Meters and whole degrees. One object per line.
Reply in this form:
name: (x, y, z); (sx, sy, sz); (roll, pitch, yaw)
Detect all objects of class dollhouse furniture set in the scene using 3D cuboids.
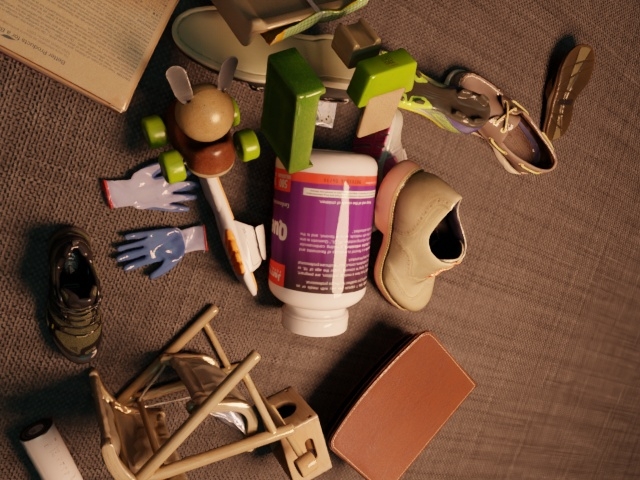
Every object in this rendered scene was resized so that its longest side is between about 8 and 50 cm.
dollhouse furniture set: (-0.025, -0.284, 0.807); (0.197, 0.301, 0.151); (-23, 155, -20)

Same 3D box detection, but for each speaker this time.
speaker: (-0.448, 0.370, 0.895); (0.055, 0.055, 0.136); (-23, 112, -21)

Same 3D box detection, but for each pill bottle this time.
pill bottle: (0.000, 0.000, 0.964); (0.181, 0.181, 0.323); (-1, 102, -27)

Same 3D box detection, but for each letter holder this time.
letter holder: (0.139, 0.330, 1.132); (0.302, 0.152, 0.214); (-47, 116, -10)

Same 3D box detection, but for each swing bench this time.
swing bench: (-0.222, 0.263, 0.872); (0.255, 0.253, 0.165); (-29, 113, -18)

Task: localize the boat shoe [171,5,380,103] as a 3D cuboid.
boat shoe: (-0.073, -0.296, 0.895); (0.340, 0.113, 0.127); (1, 76, -15)

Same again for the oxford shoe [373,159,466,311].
oxford shoe: (0.196, 0.034, 1.027); (0.140, 0.146, 0.397); (-44, 145, -21)

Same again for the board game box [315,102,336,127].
board game box: (-0.013, -0.260, 0.989); (0.090, 0.020, 0.090); (6, 99, -28)

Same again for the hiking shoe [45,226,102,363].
hiking shoe: (-0.385, 0.098, 0.830); (0.086, 0.114, 0.227); (-8, 105, -25)

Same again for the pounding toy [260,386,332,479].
pounding toy: (-0.037, 0.366, 1.017); (0.094, 0.206, 0.181); (-21, 110, -21)

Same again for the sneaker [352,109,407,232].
sneaker: (0.128, -0.136, 1.052); (0.111, 0.103, 0.252); (-1, 109, -31)

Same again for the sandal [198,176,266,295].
sandal: (-0.138, -0.028, 0.933); (0.076, 0.102, 0.265); (-23, 109, -18)

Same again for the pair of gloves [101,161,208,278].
pair of gloves: (-0.276, -0.034, 0.908); (0.159, 0.023, 0.198); (-13, 106, -22)

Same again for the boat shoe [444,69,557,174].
boat shoe: (0.394, -0.251, 1.153); (0.324, 0.097, 0.116); (38, 84, -29)

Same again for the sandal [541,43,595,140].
sandal: (0.563, -0.345, 1.245); (0.090, 0.060, 0.219); (-2, 117, -20)

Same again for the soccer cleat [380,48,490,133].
soccer cleat: (0.189, -0.280, 1.045); (0.289, 0.121, 0.093); (20, 84, -9)

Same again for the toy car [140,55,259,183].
toy car: (-0.181, -0.199, 0.804); (0.155, 0.188, 0.149); (-22, 66, -22)

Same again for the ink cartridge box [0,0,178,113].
ink cartridge box: (-0.353, -0.323, 0.761); (0.235, 0.088, 0.193); (27, 89, -28)
